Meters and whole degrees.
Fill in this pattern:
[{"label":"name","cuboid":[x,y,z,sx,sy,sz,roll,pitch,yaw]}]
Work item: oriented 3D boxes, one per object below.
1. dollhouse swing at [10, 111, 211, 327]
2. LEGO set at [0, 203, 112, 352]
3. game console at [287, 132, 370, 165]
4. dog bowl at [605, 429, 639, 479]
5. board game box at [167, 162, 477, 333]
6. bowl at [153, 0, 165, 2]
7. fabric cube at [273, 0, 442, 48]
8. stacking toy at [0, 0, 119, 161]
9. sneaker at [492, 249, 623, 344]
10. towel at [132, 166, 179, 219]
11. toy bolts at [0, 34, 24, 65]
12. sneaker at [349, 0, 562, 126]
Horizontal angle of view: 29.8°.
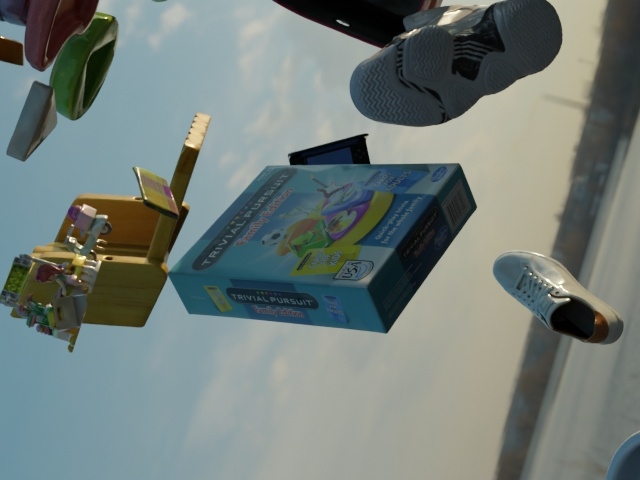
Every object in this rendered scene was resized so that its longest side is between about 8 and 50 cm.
[{"label":"dollhouse swing","cuboid":[-0.361,-0.060,2.078,0.347,0.315,0.305,-88,2,-69]},{"label":"LEGO set","cuboid":[-0.331,0.059,1.446,0.287,0.107,0.132,-94,24,-67]},{"label":"game console","cuboid":[0.017,-0.115,1.809,0.071,0.122,0.107,-108,4,-57]},{"label":"dog bowl","cuboid":[0.361,0.255,0.979,0.104,0.265,0.265,-21,-41,-25]},{"label":"board game box","cuboid":[0.000,0.000,1.593,0.254,0.336,0.079,-50,-51,-37]},{"label":"bowl","cuboid":[-0.210,-0.491,1.648,0.289,0.156,0.289,-38,34,32]},{"label":"fabric cube","cuboid":[0.095,-0.489,2.022,0.258,0.254,0.259,-47,-20,-68]},{"label":"stacking toy","cuboid":[-0.305,-0.261,1.313,0.309,0.130,0.279,-65,-2,-63]},{"label":"sneaker","cuboid":[0.437,0.102,2.301,0.123,0.290,0.106,0,-64,-53]},{"label":"towel","cuboid":[-0.221,-0.064,1.606,0.009,0.060,0.083,-47,42,21]},{"label":"toy bolts","cuboid":[-0.454,-0.177,1.391,0.228,0.218,0.158,29,104,61]},{"label":"sneaker","cuboid":[0.164,-0.260,1.771,0.366,0.210,0.137,-24,-73,-27]}]
